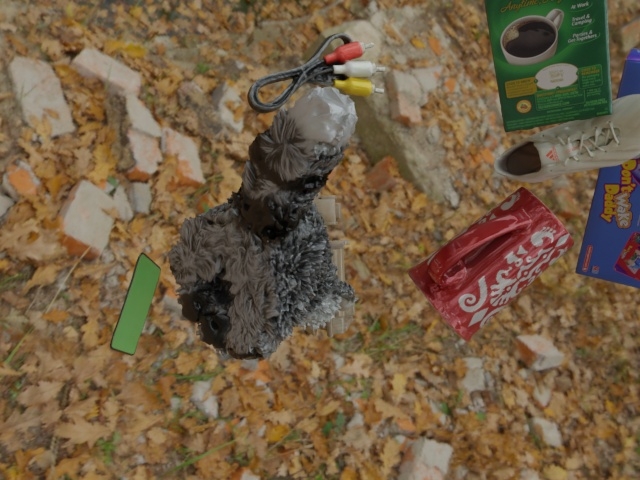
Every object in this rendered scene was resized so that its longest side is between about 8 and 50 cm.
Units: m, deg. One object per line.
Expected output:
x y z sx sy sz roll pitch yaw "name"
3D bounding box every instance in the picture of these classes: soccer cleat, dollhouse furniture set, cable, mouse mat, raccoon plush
0.286 -0.106 0.729 0.076 0.196 0.068 -8 81 -37 "soccer cleat"
-0.027 0.049 1.459 0.355 0.174 0.303 -15 103 -82 "dollhouse furniture set"
-0.009 -0.330 1.252 0.287 0.072 0.139 -16 94 -28 "cable"
-0.358 0.127 1.263 0.007 0.152 0.189 14 75 5 "mouse mat"
0.000 0.000 0.918 0.299 0.446 0.216 -14 67 -52 "raccoon plush"

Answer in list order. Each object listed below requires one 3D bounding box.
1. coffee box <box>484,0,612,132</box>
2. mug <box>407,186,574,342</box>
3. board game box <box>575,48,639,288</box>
0.229 -0.205 0.652 0.040 0.113 0.184 -70 146 -50 "coffee box"
0.201 0.026 0.753 0.113 0.169 0.150 50 8 3 "mug"
0.532 -0.084 0.946 0.078 0.233 0.347 -41 140 -50 "board game box"
